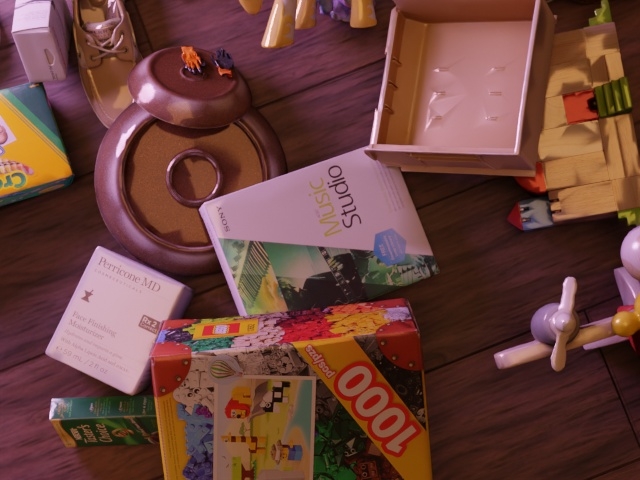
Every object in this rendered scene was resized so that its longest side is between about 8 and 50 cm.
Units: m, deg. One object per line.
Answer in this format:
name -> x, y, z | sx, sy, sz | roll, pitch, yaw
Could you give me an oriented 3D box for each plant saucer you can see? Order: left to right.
plant saucer -> -0.203, -0.251, 1.792 | 0.198, 0.036, 0.199 | 9, 41, -8
plant saucer -> -0.201, -0.098, 1.809 | 0.310, 0.050, 0.311 | 0, 89, -11

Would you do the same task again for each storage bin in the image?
storage bin -> 0.207, -0.241, 1.715 | 0.260, 0.123, 0.262 | 4, 79, 27

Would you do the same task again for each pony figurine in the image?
pony figurine -> 0.001, -0.506, 1.750 | 0.351, 0.302, 0.364 | -20, 116, -37

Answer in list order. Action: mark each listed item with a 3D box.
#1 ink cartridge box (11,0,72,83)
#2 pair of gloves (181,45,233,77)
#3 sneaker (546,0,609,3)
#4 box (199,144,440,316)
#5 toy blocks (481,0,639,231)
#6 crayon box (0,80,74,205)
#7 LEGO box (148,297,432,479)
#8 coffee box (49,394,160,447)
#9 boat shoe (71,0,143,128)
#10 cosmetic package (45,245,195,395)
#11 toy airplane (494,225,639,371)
ink cartridge box -> -0.439, -0.339, 1.800 | 0.063, 0.109, 0.151 | -6, 50, 1
pair of gloves -> -0.178, -0.285, 1.801 | 0.083, 0.010, 0.074 | 2, 43, -18
sneaker -> 0.403, -0.448, 1.822 | 0.296, 0.112, 0.131 | -6, 85, 0
box -> 0.000, 0.000, 1.781 | 0.321, 0.058, 0.232 | -21, 86, -14
toy blocks -> 0.354, -0.166, 1.784 | 0.260, 0.191, 0.382 | -11, 84, 12
crayon box -> -0.549, -0.131, 1.792 | 0.278, 0.081, 0.165 | -19, 86, -19
LEGO box -> -0.028, 0.358, 1.654 | 0.372, 0.193, 0.501 | -6, 102, -1
coffee box -> -0.319, 0.283, 1.775 | 0.184, 0.113, 0.040 | -1, 58, 0
boat shoe -> -0.348, -0.324, 1.833 | 0.109, 0.098, 0.303 | -10, 87, 0
cosmetic package -> -0.306, 0.125, 1.768 | 0.151, 0.151, 0.184 | 24, 86, 2
toy airplane -> 0.495, 0.095, 1.647 | 0.386, 0.384, 0.273 | -33, 112, -42
